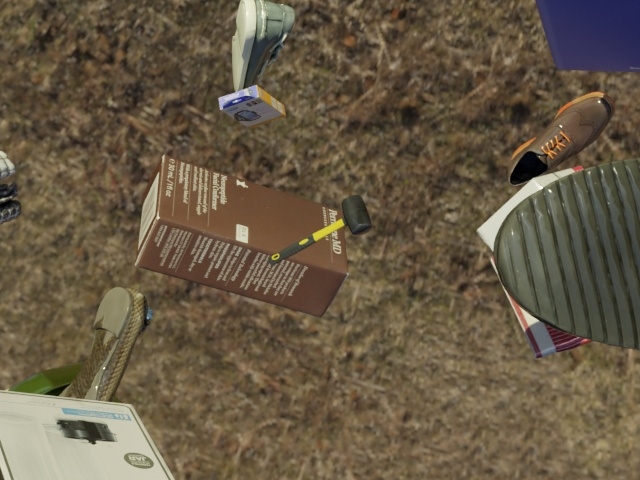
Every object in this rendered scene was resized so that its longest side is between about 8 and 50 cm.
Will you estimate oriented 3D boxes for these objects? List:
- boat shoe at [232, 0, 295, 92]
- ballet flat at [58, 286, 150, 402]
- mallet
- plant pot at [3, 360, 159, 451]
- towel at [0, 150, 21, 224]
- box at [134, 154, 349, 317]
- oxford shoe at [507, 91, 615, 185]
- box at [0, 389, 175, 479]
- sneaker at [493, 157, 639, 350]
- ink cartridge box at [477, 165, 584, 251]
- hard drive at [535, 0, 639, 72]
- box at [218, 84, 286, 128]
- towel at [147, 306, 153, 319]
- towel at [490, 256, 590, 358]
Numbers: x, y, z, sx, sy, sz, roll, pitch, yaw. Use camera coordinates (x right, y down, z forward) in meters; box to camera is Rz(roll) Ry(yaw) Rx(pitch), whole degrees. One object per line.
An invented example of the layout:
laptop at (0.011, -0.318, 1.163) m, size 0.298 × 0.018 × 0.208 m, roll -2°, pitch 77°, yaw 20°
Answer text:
boat shoe at (-0.114, -0.358, 1.920) m, size 0.099 × 0.116 × 0.319 m, roll -4°, pitch 164°, yaw -11°
ballet flat at (-0.274, 0.177, 1.249) m, size 0.084 × 0.250 × 0.058 m, roll 19°, pitch 176°, yaw 39°
mallet at (0.000, 0.000, 1.647) m, size 0.189 × 0.062 × 0.039 m, roll -35°, pitch 151°, yaw 14°
plant pot at (-0.422, 0.320, 1.585) m, size 0.227 × 0.228 × 0.207 m, roll -30°, pitch 83°, yaw 11°
towel at (-0.546, -0.016, 1.278) m, size 0.283 × 0.235 × 0.121 m, roll -13°, pitch 98°, yaw 20°
box at (-0.147, -0.005, 1.917) m, size 0.381 × 0.191 × 0.143 m, roll 18°, pitch 129°, yaw -20°
oxford shoe at (0.492, -0.197, 2.067) m, size 0.097 × 0.098 × 0.271 m, roll 43°, pitch 129°, yaw -2°
box at (-0.208, 0.245, 0.881) m, size 0.169 × 0.290 × 0.087 m, roll 14°, pitch 106°, yaw -31°
sneaker at (0.245, 0.008, 0.692) m, size 0.330 × 0.123 × 0.146 m, roll -5°, pitch 176°, yaw -23°
ink cartridge box at (0.284, -0.032, 1.283) m, size 0.109 × 0.150 × 0.063 m, roll -47°, pitch 71°, yaw 33°
hard drive at (0.419, -0.315, 1.422) m, size 0.210 × 0.040 × 0.318 m, roll 6°, pitch 169°, yaw 21°
box at (-0.130, -0.251, 1.886) m, size 0.081 × 0.028 × 0.136 m, roll -16°, pitch 161°, yaw 19°
towel at (-0.410, 0.159, 2.115) m, size 0.119 × 0.029 × 0.067 m, roll -30°, pitch 102°, yaw 28°
towel at (0.490, 0.061, 1.765) m, size 0.329 × 0.237 × 0.037 m, roll -21°, pitch 139°, yaw 4°
